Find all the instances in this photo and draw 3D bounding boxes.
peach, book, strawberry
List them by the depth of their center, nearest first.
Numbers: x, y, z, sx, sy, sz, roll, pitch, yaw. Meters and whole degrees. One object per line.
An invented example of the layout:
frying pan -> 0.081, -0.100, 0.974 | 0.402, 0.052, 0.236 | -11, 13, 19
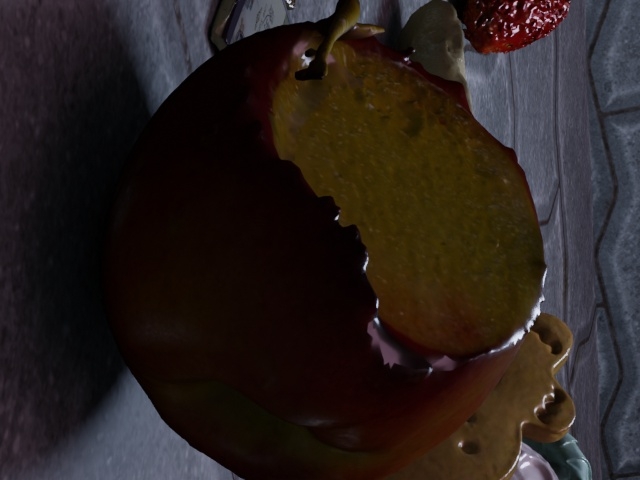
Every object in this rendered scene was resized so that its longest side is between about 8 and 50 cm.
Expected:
peach -> -0.012, 0.018, 1.277 | 0.335, 0.310, 0.406 | 36, 34, -24
book -> -0.052, -0.176, 1.606 | 0.231, 0.026, 0.157 | 71, 27, -47
strawberry -> 0.292, -0.370, 2.460 | 0.184, 0.187, 0.201 | 43, 58, -21

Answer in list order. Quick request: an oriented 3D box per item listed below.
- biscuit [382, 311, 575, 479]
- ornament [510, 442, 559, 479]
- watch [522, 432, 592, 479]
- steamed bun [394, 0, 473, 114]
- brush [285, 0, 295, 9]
biscuit -> 0.176, 0.184, 1.993 | 0.355, 0.275, 0.052 | -46, 158, -40
ornament -> 0.191, 0.366, 2.031 | 0.225, 0.259, 0.259 | -12, 103, -56
watch -> 0.271, 0.341, 2.309 | 0.253, 0.241, 0.162 | -69, 152, -48
steamed bun -> 0.143, -0.180, 2.087 | 0.212, 0.110, 0.231 | -92, 173, -66
brush -> -0.028, -0.322, 1.696 | 0.043, 0.014, 0.170 | 58, 36, -58
